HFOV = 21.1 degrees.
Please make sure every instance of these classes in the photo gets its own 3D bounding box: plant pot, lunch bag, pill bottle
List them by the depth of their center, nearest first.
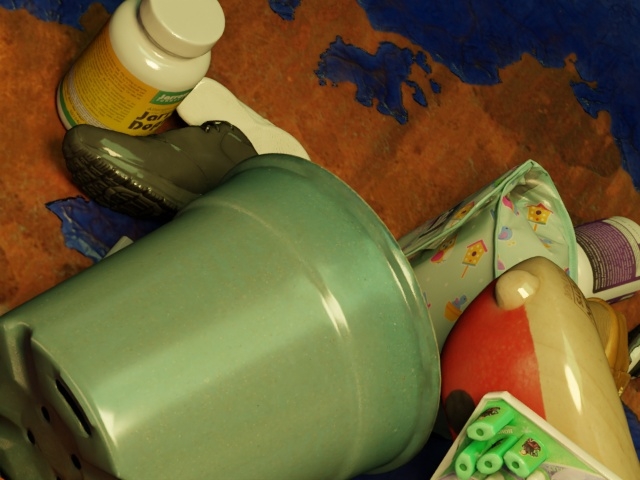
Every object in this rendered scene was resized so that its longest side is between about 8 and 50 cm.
[{"bbox_3d":[-0.124,0.133,1.608,0.334,0.341,0.341,-26,79,-35],"label":"plant pot"},{"bbox_3d":[-0.189,-0.188,1.830,0.117,0.208,0.117,19,52,-26],"label":"pill bottle"},{"bbox_3d":[0.167,0.053,1.924,0.160,0.223,0.262,26,48,-30],"label":"lunch bag"},{"bbox_3d":[0.315,0.037,2.126,0.193,0.108,0.108,-13,70,-42],"label":"pill bottle"}]

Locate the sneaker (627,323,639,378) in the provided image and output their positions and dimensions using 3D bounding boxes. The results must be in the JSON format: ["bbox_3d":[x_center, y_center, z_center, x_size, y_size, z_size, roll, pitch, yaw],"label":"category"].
[{"bbox_3d":[0.440,0.139,2.167,0.234,0.084,0.097,-30,83,-44],"label":"sneaker"}]

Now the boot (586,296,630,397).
[{"bbox_3d":[0.294,0.211,1.993,0.211,0.104,0.295,23,82,-64],"label":"boot"}]

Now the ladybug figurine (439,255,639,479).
[{"bbox_3d":[0.226,0.217,1.674,0.305,0.162,0.449,-93,164,-62],"label":"ladybug figurine"}]

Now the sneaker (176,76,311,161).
[{"bbox_3d":[-0.088,-0.116,1.961,0.080,0.094,0.212,-45,113,-2],"label":"sneaker"}]

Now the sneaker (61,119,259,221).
[{"bbox_3d":[-0.146,-0.077,1.843,0.286,0.109,0.130,22,72,-34],"label":"sneaker"}]

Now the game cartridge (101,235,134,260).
[{"bbox_3d":[-0.192,0.039,1.814,0.083,0.017,0.056,42,49,-6],"label":"game cartridge"}]

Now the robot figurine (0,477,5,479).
[{"bbox_3d":[-0.328,0.250,1.496,0.219,0.128,0.158,37,57,-12],"label":"robot figurine"}]

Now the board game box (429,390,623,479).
[{"bbox_3d":[0.216,0.390,1.554,0.390,0.390,0.050,37,35,14],"label":"board game box"}]
